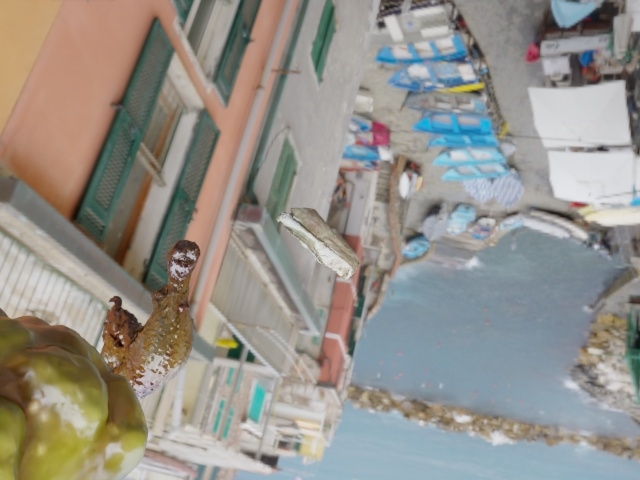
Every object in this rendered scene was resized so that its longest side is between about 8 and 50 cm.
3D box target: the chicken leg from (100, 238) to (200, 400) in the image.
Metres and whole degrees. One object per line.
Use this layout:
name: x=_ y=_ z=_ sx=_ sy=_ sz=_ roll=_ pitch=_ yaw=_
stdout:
chicken leg: x=-0.256 y=0.138 z=1.004 sx=0.083 sy=0.177 sz=0.323 roll=9 pitch=144 yaw=-45

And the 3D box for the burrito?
burrito: x=0.000 y=0.000 z=1.049 sx=0.149 sy=0.055 sz=0.041 roll=44 pitch=135 yaw=-10

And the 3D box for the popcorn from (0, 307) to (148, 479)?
popcorn: x=-0.283 y=0.201 z=0.506 sx=0.321 sy=0.325 sz=0.289 roll=7 pitch=132 yaw=32
